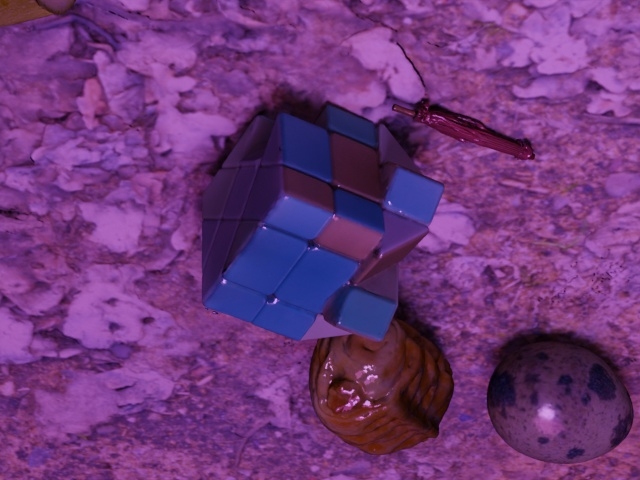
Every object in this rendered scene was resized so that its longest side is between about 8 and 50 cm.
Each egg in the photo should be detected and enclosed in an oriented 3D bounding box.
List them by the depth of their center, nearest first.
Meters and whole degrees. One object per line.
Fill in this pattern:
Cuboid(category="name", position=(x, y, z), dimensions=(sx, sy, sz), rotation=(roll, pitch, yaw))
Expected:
Cuboid(category="egg", position=(0.281, 0.190, 2.048), dimensions=(0.182, 0.141, 0.141), rotation=(16, 136, -17))

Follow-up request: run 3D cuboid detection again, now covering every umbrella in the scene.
Cuboid(category="umbrella", position=(0.150, -0.115, 1.834), dimensions=(0.165, 0.025, 0.027), rotation=(19, 116, -16))

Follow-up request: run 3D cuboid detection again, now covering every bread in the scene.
Cuboid(category="bread", position=(0.065, 0.162, 1.989), dimensions=(0.130, 0.152, 0.268), rotation=(30, 175, 22))

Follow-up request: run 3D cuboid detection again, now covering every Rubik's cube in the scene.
Cuboid(category="Rubik's cube", position=(0.000, 0.000, 1.836), dimensions=(0.213, 0.224, 0.265), rotation=(21, 130, -23))

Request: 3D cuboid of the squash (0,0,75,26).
Cuboid(category="squash", position=(-0.354, -0.251, 1.727), dimensions=(0.224, 0.094, 0.094), rotation=(-6, 135, 25))
